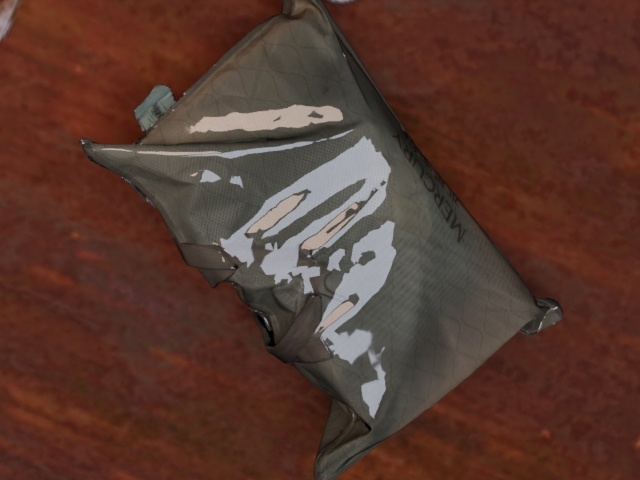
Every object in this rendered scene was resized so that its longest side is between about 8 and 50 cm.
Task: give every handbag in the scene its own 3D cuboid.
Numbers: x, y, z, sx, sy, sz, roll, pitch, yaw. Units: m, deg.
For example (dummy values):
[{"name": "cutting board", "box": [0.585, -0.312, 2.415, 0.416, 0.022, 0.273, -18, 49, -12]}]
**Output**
[{"name": "handbag", "box": [0.000, 0.000, 1.041, 0.182, 0.117, 0.270, -42, 108, -14]}]
